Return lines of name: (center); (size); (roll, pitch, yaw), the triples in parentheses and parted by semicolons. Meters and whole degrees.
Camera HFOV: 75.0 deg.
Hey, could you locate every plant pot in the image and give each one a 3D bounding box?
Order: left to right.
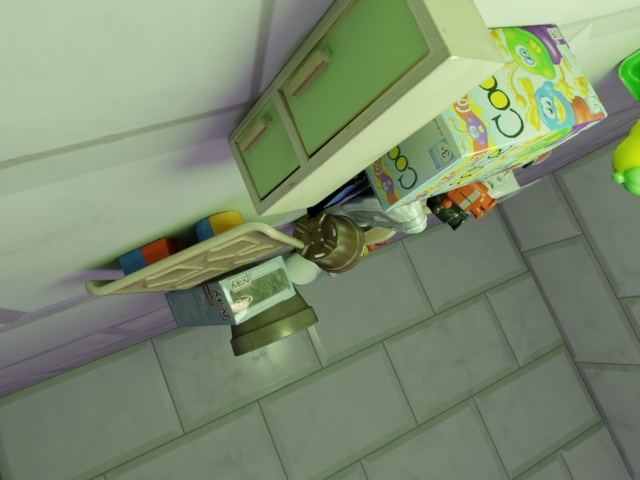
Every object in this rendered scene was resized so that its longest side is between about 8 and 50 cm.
plant pot: (-0.209, 0.230, 1.526); (0.324, 0.280, 0.323); (-23, 172, -3)
plant pot: (0.015, -0.001, 1.095); (0.167, 0.166, 0.165); (-25, 164, 17)

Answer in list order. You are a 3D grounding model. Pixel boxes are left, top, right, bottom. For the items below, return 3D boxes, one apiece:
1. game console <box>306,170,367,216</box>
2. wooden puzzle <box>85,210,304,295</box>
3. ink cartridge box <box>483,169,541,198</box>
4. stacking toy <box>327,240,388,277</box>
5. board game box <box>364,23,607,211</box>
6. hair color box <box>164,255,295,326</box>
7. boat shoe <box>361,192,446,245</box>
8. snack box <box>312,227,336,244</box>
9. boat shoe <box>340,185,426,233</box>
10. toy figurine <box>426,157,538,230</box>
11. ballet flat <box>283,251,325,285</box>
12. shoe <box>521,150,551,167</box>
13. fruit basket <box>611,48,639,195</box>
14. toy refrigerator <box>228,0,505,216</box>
game console: (0.091, -0.132, 0.792); (0.213, 0.043, 0.361); (-18, 172, -30)
wooden puzzle: (-0.229, 0.025, 0.849); (0.348, 0.080, 0.322); (-19, 172, 6)
ink cartridge box: (0.564, -0.185, 1.443); (0.272, 0.129, 0.309); (-21, 173, 10)
stacking toy: (0.161, 0.038, 1.900); (0.331, 0.141, 0.141); (-28, 173, -5)
board game box: (0.190, -0.157, 0.520); (0.276, 0.144, 0.142); (-20, 171, -29)
hair color box: (-0.259, 0.146, 1.137); (0.186, 0.113, 0.375); (-24, -175, -40)
boat shoe: (0.191, -0.096, 1.149); (0.110, 0.121, 0.341); (30, 135, -32)
snack box: (0.000, 0.000, 1.452); (0.100, 0.037, 0.141); (-19, 171, -35)
boat shoe: (0.129, -0.067, 0.891); (0.118, 0.103, 0.320); (-32, -172, -10)
toy figurine: (0.296, -0.142, 0.836); (0.209, 0.148, 0.213); (-45, 175, -4)
ballet flat: (-0.019, 0.065, 1.609); (0.139, 0.139, 0.400); (-26, 176, 24)
shoe: (0.702, -0.284, 1.424); (0.178, 0.063, 0.081); (-19, 178, 13)
fruit basket: (0.730, -0.228, 0.759); (0.393, 0.391, 0.283); (-19, 172, -25)
toy refrigerator: (0.015, -0.125, 0.398); (0.094, 0.102, 0.270); (-16, 171, -41)
